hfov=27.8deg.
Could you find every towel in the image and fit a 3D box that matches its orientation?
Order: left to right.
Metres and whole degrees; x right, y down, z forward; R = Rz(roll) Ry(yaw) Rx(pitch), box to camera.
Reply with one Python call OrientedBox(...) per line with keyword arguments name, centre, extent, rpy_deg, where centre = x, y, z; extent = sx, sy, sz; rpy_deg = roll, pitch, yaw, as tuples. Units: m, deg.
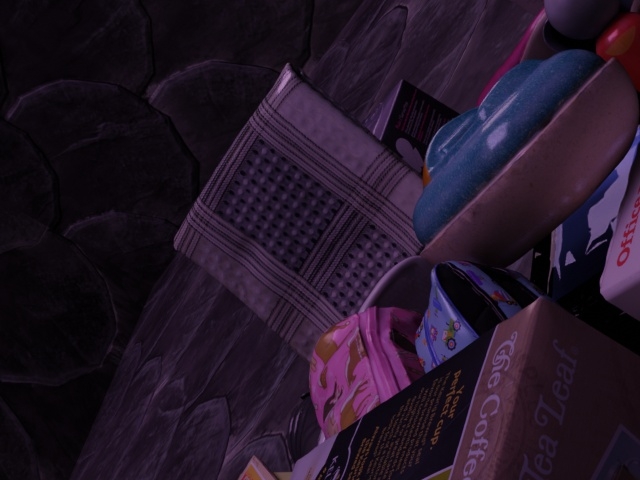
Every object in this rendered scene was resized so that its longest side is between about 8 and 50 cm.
OrientedBox(name="towel", centre=(0.000, 0.000, 1.584), extent=(0.312, 0.324, 0.056), rpy_deg=(-53, -8, 28))

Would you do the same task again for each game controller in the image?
OrientedBox(name="game controller", centre=(0.255, -0.017, 1.151), extent=(0.166, 0.067, 0.319), rpy_deg=(-50, 16, 38))

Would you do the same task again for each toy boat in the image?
OrientedBox(name="toy boat", centre=(0.187, -0.109, 1.106), extent=(0.318, 0.148, 0.267), rpy_deg=(-45, -3, -29))

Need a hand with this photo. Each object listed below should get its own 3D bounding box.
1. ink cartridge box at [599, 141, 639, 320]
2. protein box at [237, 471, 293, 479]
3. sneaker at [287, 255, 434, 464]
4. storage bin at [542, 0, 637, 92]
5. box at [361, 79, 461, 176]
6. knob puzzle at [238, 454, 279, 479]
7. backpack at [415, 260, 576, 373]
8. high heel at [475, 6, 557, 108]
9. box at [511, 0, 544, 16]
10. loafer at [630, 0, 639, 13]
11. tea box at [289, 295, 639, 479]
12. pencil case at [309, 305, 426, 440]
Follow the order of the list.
OrientedBox(name="ink cartridge box", centre=(0.315, -0.045, 0.887), extent=(0.237, 0.100, 0.172), rpy_deg=(-42, 20, 54))
OrientedBox(name="protein box", centre=(-0.040, 0.351, 1.284), extent=(0.201, 0.136, 0.200), rpy_deg=(-63, 13, -19))
OrientedBox(name="sneaker", centre=(0.043, 0.153, 1.498), extent=(0.147, 0.104, 0.295), rpy_deg=(-14, 51, 67))
OrientedBox(name="storage bin", centre=(0.297, -0.211, 1.321), extent=(0.098, 0.135, 0.091), rpy_deg=(-57, 2, 9))
OrientedBox(name="box", centre=(0.095, -0.062, 1.731), extent=(0.163, 0.142, 0.247), rpy_deg=(-44, 19, 50))
OrientedBox(name="knob puzzle", centre=(-0.104, 0.305, 1.248), extent=(0.213, 0.030, 0.213), rpy_deg=(-54, 14, 19))
OrientedBox(name="backpack", centre=(0.141, 0.099, 0.989), extent=(0.173, 0.158, 0.117), rpy_deg=(52, 121, 34))
OrientedBox(name="high heel", centre=(0.268, -0.235, 1.602), extent=(0.117, 0.082, 0.244), rpy_deg=(-102, 31, -59))
OrientedBox(name="box", centre=(0.333, -0.383, 1.601), extent=(0.182, 0.119, 0.181), rpy_deg=(-40, 23, 59))
OrientedBox(name="loafer", centre=(0.358, -0.214, 1.132), extent=(0.268, 0.102, 0.092), rpy_deg=(120, 133, -68))
OrientedBox(name="tea box", centre=(0.089, 0.267, 0.759), extent=(0.323, 0.220, 0.329), rpy_deg=(-44, 19, 53))
OrientedBox(name="pencil case", centre=(0.074, 0.185, 1.173), extent=(0.167, 0.160, 0.386), rpy_deg=(-58, 11, 10))
